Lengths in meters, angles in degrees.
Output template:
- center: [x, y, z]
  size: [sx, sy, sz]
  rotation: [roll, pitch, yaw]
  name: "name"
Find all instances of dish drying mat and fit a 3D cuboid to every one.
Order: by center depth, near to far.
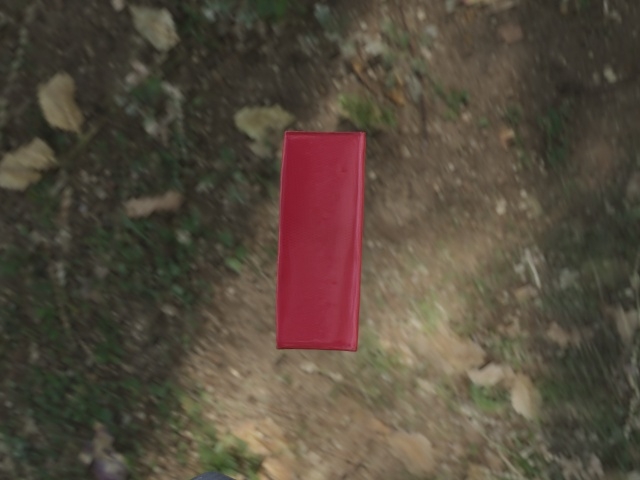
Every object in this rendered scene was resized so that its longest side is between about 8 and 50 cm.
- center: [0.000, 0.000, 0.675]
  size: [0.032, 0.008, 0.083]
  rotation: [1, 82, 7]
  name: "dish drying mat"

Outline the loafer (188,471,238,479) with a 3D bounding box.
- center: [-0.005, 0.209, 0.738]
  size: [0.095, 0.302, 0.109]
  rotation: [20, 58, 25]
  name: "loafer"
